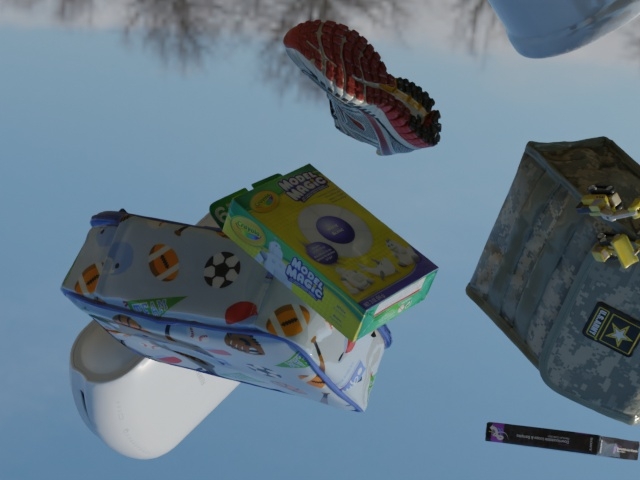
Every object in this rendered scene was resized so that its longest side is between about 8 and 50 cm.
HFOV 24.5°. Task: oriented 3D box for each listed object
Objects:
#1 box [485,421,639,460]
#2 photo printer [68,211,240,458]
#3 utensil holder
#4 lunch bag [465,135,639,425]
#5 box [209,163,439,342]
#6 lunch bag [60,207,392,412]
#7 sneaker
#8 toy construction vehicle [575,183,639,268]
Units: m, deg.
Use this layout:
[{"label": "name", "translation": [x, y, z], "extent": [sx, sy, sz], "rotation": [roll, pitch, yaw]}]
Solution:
[{"label": "box", "translation": [0.309, 0.256, 1.876], "extent": [0.162, 0.029, 0.116], "rotation": [0, 171, 39]}, {"label": "photo printer", "translation": [-0.177, 0.130, 1.858], "extent": [0.107, 0.256, 0.307], "rotation": [37, -110, 26]}, {"label": "utensil holder", "translation": [0.338, -0.527, 2.242], "extent": [0.328, 0.385, 0.327], "rotation": [-31, -156, 16]}, {"label": "lunch bag", "translation": [0.336, 0.051, 1.761], "extent": [0.169, 0.235, 0.287], "rotation": [-7, -139, -35]}, {"label": "box", "translation": [0.000, 0.000, 1.241], "extent": [0.179, 0.043, 0.105], "rotation": [38, -140, 23]}, {"label": "lunch bag", "translation": [-0.092, 0.071, 1.444], "extent": [0.303, 0.115, 0.243], "rotation": [13, 163, 26]}, {"label": "sneaker", "translation": [0.035, -0.160, 1.652], "extent": [0.093, 0.088, 0.225], "rotation": [-21, 134, 37]}, {"label": "toy construction vehicle", "translation": [0.281, -0.008, 1.388], "extent": [0.035, 0.086, 0.098], "rotation": [-40, -155, -23]}]
